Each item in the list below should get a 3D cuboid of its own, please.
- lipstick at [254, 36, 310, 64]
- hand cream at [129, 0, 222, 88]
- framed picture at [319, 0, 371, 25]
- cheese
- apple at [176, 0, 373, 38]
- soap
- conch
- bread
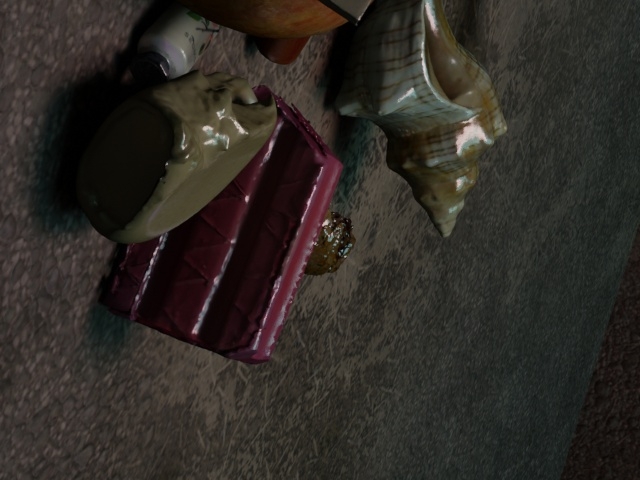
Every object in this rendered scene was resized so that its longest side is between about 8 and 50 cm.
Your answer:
[{"bbox_3d":[0.018,-0.275,1.741,0.081,0.081,0.300,-46,173,-46],"label":"lipstick"},{"bbox_3d":[-0.102,-0.215,1.686,0.234,0.050,0.080,-58,150,-42],"label":"hand cream"},{"bbox_3d":[-0.040,-0.321,1.458,0.209,0.281,0.019,-61,-171,-22],"label":"framed picture"},{"bbox_3d":[-0.122,-0.081,1.621,0.202,0.091,0.175,-35,169,-50],"label":"cheese"},{"bbox_3d":[-0.034,-0.275,1.579,0.211,0.188,0.211,-32,128,-55],"label":"apple"},{"bbox_3d":[-0.080,-0.020,1.741,0.250,0.162,0.099,-68,159,-2],"label":"soap"},{"bbox_3d":[0.093,-0.184,2.054,0.203,0.169,0.386,-76,142,-70],"label":"conch"},{"bbox_3d":[0.000,0.000,2.098,0.082,0.060,0.113,-70,160,-7],"label":"bread"}]
